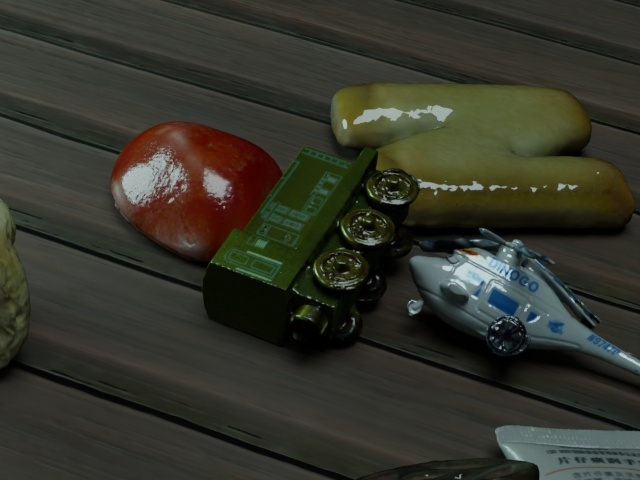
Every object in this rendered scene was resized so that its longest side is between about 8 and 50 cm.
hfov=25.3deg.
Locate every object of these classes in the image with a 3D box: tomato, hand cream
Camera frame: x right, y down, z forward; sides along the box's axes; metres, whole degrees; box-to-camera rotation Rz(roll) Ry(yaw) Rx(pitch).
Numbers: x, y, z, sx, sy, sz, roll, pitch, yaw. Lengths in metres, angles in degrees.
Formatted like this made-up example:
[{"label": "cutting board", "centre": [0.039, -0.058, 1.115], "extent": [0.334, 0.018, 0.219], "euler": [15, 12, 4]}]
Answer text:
[{"label": "tomato", "centre": [-0.120, -0.061, 1.369], "extent": [0.174, 0.082, 0.166], "euler": [18, 37, 9]}, {"label": "hand cream", "centre": [0.217, 0.230, 1.035], "extent": [0.139, 0.089, 0.314], "euler": [5, 32, -6]}]

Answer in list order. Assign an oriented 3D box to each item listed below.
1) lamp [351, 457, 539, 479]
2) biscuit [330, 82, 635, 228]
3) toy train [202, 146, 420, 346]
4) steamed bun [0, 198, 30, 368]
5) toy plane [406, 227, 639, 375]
[{"label": "lamp", "centre": [0.081, 0.258, 0.807], "extent": [0.303, 0.257, 0.303], "euler": [-6, -4, 0]}, {"label": "biscuit", "centre": [0.164, -0.093, 1.490], "extent": [0.290, 0.062, 0.237], "euler": [2, 36, -11]}, {"label": "toy train", "centre": [0.000, 0.000, 1.287], "extent": [0.137, 0.090, 0.225], "euler": [19, 45, 15]}, {"label": "steamed bun", "centre": [-0.317, 0.012, 1.183], "extent": [0.172, 0.141, 0.155], "euler": [4, 31, 0]}, {"label": "toy plane", "centre": [0.205, 0.079, 1.266], "extent": [0.273, 0.107, 0.182], "euler": [32, -8, -10]}]
